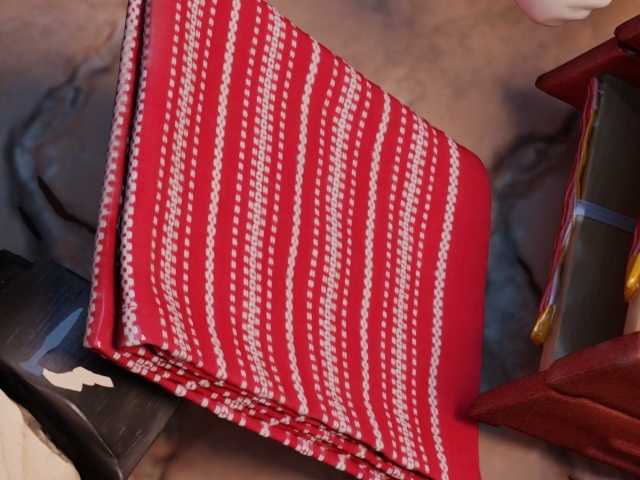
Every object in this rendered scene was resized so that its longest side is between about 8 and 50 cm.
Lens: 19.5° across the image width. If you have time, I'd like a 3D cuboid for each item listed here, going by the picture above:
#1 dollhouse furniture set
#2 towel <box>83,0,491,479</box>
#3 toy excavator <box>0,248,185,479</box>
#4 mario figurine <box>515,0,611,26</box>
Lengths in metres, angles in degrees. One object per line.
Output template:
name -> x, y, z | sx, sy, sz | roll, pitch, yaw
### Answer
dollhouse furniture set -> 0.283, 0.050, 0.935 | 0.374, 0.152, 0.201 | 24, 66, -17
towel -> 0.000, 0.000, 0.857 | 0.031, 0.275, 0.199 | -11, 64, 33
toy excavator -> -0.347, 0.003, 0.813 | 0.222, 0.445, 0.433 | -54, 128, -23
mario figurine -> 0.102, -0.189, 0.967 | 0.320, 0.170, 0.198 | 15, 75, 21
